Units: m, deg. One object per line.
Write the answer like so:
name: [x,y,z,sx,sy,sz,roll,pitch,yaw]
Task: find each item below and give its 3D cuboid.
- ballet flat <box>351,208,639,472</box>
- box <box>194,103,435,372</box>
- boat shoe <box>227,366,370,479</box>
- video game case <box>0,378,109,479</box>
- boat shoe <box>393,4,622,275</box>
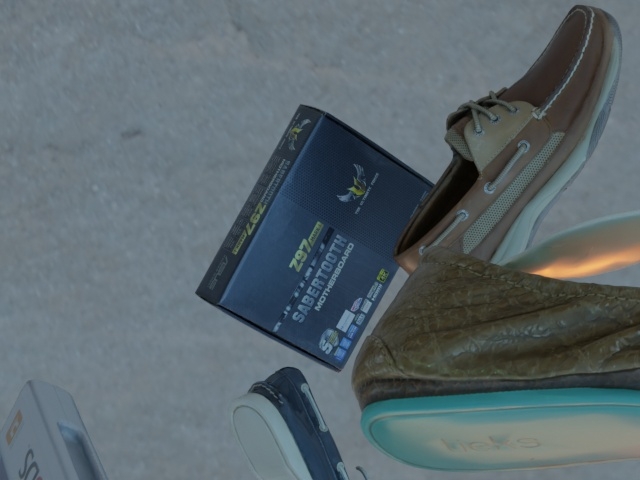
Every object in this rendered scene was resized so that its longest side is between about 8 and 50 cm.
ballet flat: [0.179,0.042,0.622,0.342,0.124,0.116,0,149,28]
box: [0.000,0.000,1.577,0.183,0.059,0.233,32,85,-33]
boat shoe: [0.002,0.237,1.362,0.079,0.095,0.255,-32,97,-36]
video game case: [-0.122,0.162,0.490,0.023,0.183,0.201,26,94,-21]
boat shoe: [0.179,-0.087,1.437,0.116,0.123,0.324,27,94,-16]
